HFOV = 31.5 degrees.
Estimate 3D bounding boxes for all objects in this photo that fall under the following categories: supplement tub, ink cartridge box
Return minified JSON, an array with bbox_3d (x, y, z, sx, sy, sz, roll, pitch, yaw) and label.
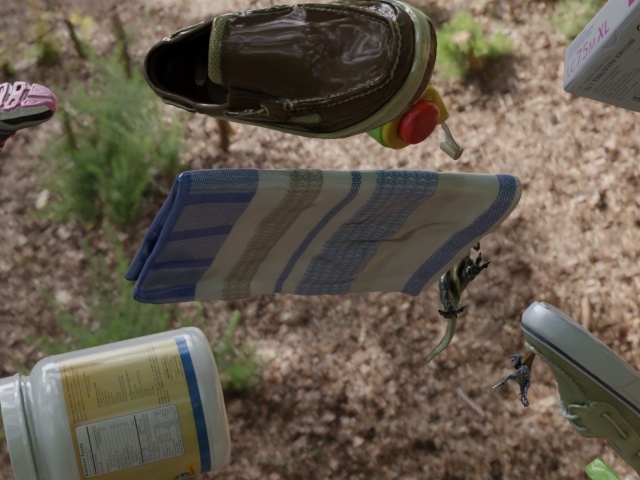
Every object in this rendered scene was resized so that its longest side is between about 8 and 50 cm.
[{"bbox_3d":[-0.197,0.171,1.097,0.200,0.144,0.144,-11,38,-13],"label":"supplement tub"},{"bbox_3d":[0.417,-0.172,1.104,0.311,0.186,0.065,16,64,-10],"label":"ink cartridge box"}]

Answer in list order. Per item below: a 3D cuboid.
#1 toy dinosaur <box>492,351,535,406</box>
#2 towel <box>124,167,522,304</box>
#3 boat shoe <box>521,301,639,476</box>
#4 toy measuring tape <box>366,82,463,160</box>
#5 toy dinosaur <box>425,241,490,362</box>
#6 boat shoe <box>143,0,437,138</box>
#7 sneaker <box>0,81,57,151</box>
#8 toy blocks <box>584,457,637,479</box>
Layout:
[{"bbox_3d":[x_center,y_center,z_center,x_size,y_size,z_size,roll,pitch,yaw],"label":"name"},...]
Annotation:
[{"bbox_3d":[0.280,0.189,1.542,0.090,0.082,0.047,-38,50,-1],"label":"toy dinosaur"},{"bbox_3d":[0.000,0.000,0.921,0.285,0.209,0.034,0,65,-23],"label":"towel"},{"bbox_3d":[0.314,0.176,1.247,0.094,0.302,0.109,-49,27,4],"label":"boat shoe"},{"bbox_3d":[0.130,-0.169,1.684,0.121,0.330,0.121,-7,68,17],"label":"toy measuring tape"},{"bbox_3d":[0.199,0.062,1.673,0.064,0.268,0.118,8,5,-6],"label":"toy dinosaur"},{"bbox_3d":[-0.036,-0.118,0.785,0.257,0.095,0.095,-1,85,51],"label":"boat shoe"},{"bbox_3d":[-0.335,-0.104,1.140,0.170,0.075,0.063,-17,33,9],"label":"sneaker"},{"bbox_3d":[0.122,0.288,0.454,0.261,0.191,0.381,-38,39,-2],"label":"toy blocks"}]
